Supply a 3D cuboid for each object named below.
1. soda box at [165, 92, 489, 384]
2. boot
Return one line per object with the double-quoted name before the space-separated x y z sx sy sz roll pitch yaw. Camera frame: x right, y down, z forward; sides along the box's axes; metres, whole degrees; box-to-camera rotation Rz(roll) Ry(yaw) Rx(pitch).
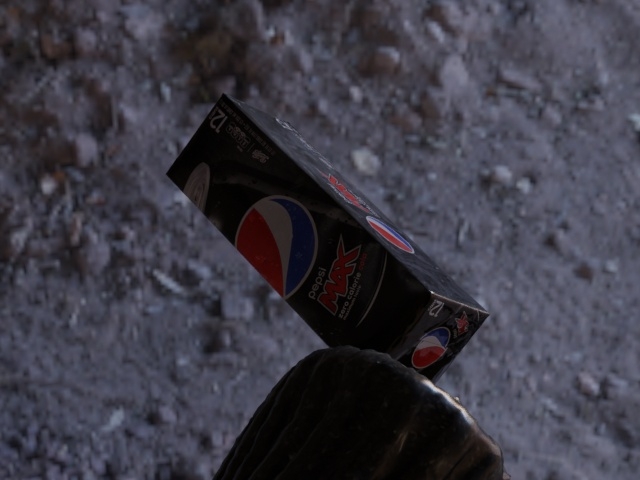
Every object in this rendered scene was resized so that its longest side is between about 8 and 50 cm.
"soda box" 0.000 0.000 0.709 0.169 0.053 0.060 44 15 35
"boot" -0.017 0.151 0.489 0.260 0.131 0.348 -39 10 -21
